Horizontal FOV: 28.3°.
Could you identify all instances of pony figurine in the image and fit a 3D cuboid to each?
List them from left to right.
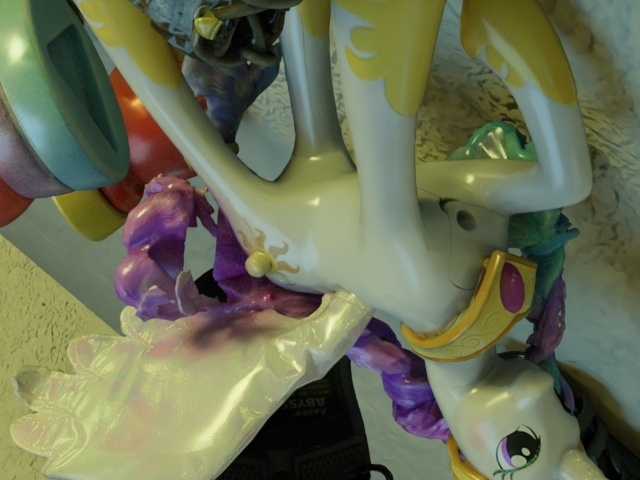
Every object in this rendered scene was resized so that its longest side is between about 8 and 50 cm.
[{"bbox_3d":[0.000,0.000,0.672,0.351,0.303,0.363,14,135,41],"label":"pony figurine"}]

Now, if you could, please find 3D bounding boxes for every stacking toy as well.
[{"bbox_3d":[-0.176,-0.149,0.844,0.309,0.130,0.280,-9,-103,-82],"label":"stacking toy"}]

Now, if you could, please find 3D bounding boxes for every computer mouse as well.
[{"bbox_3d":[-0.041,0.117,0.804,0.188,0.272,0.072,-1,129,-1],"label":"computer mouse"}]

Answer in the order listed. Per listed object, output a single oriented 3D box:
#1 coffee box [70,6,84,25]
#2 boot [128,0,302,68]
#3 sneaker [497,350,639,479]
[{"bbox_3d":[-0.345,-0.203,1.104,0.168,0.119,0.297,49,162,-24],"label":"coffee box"},{"bbox_3d":[0.014,-0.137,0.324,0.263,0.091,0.229,44,130,21],"label":"boot"},{"bbox_3d":[0.204,0.188,0.912,0.295,0.104,0.147,36,169,32],"label":"sneaker"}]
